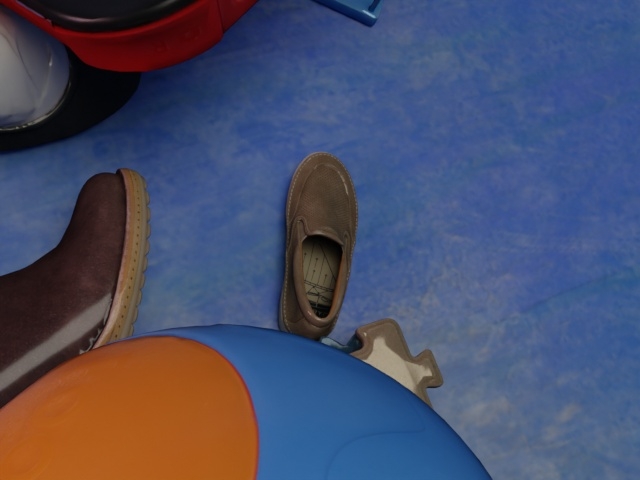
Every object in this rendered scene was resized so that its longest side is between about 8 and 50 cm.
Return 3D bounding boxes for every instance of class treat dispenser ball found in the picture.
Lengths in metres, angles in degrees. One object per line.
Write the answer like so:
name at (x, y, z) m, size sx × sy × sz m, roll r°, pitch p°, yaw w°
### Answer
treat dispenser ball at (-0.046, 0.181, 0.477) m, size 0.288 × 0.288 × 0.288 m, roll 6°, pitch 68°, yaw -16°

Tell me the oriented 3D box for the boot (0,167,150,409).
boot at (-0.213, 0.047, 0.608) m, size 0.206 × 0.090 × 0.249 m, roll 18°, pitch 69°, yaw -14°

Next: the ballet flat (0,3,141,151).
ballet flat at (-0.239, -0.096, 0.650) m, size 0.280 × 0.096 × 0.095 m, roll -6°, pitch 97°, yaw -19°

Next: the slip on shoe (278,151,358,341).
slip on shoe at (0.000, 0.000, 0.727) m, size 0.051 × 0.041 × 0.135 m, roll 16°, pitch 66°, yaw -12°

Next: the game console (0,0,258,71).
game console at (-0.094, -0.295, 0.694) m, size 0.342 × 0.060 × 0.386 m, roll 35°, pitch 71°, yaw 25°

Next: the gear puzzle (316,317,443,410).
gear puzzle at (0.036, 0.223, 0.653) m, size 0.175 × 0.044 × 0.339 m, roll -18°, pitch 75°, yaw -16°

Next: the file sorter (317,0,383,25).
file sorter at (-0.006, -0.258, 0.789) m, size 0.170 × 0.104 × 0.118 m, roll 23°, pitch 65°, yaw -10°
